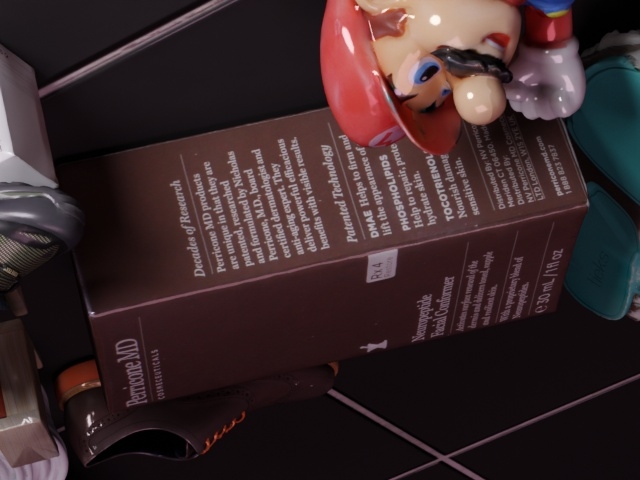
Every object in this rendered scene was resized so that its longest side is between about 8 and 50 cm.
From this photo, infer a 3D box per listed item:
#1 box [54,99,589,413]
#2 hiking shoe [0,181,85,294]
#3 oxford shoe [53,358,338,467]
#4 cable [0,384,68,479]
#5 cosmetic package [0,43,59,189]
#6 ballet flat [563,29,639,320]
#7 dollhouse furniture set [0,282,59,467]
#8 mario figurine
[{"bbox_3d":[0.000,0.000,1.404,0.381,0.143,0.191,-12,153,-7],"label":"box"},{"bbox_3d":[-0.240,0.048,1.159,0.227,0.114,0.086,-26,151,18],"label":"hiking shoe"},{"bbox_3d":[-0.106,0.156,1.681,0.271,0.098,0.097,-7,152,-19],"label":"oxford shoe"},{"bbox_3d":[-0.354,0.192,1.587,0.257,0.089,0.257,4,139,-26],"label":"cable"},{"bbox_3d":[-0.295,-0.036,1.204,0.239,0.099,0.060,-25,153,15],"label":"cosmetic package"},{"bbox_3d":[0.269,-0.072,1.468,0.147,0.147,0.409,-14,156,-7],"label":"ballet flat"},{"bbox_3d":[-0.279,0.067,1.315,0.129,0.184,0.129,-15,153,-3],"label":"dollhouse furniture set"},{"bbox_3d":[0.137,-0.155,1.138,0.198,0.170,0.320,40,117,-19],"label":"mario figurine"}]
